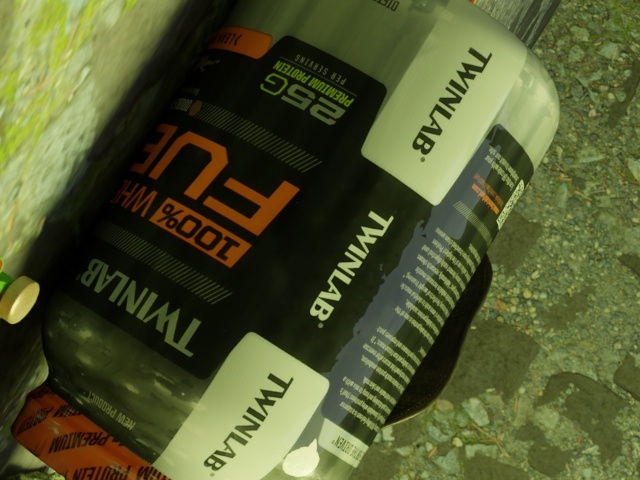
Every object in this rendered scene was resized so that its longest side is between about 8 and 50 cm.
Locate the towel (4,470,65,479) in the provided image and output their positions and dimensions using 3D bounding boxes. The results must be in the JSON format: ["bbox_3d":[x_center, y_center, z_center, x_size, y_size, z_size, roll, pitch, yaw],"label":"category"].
[{"bbox_3d":[-0.225,0.215,1.117,0.110,0.027,0.148,-57,173,-6],"label":"towel"}]

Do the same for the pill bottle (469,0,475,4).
[{"bbox_3d":[0.072,-0.199,1.213,0.086,0.086,0.152,-61,172,20],"label":"pill bottle"}]

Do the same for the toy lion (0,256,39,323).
[{"bbox_3d":[-0.175,0.041,0.716,0.100,0.034,0.096,-59,166,4],"label":"toy lion"}]

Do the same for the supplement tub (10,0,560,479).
[{"bbox_3d":[-0.023,0.010,0.918,0.338,0.207,0.207,-59,173,-7],"label":"supplement tub"}]

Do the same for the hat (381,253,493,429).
[{"bbox_3d":[-0.007,0.048,1.442,0.331,0.134,0.331,-23,-148,15],"label":"hat"}]
